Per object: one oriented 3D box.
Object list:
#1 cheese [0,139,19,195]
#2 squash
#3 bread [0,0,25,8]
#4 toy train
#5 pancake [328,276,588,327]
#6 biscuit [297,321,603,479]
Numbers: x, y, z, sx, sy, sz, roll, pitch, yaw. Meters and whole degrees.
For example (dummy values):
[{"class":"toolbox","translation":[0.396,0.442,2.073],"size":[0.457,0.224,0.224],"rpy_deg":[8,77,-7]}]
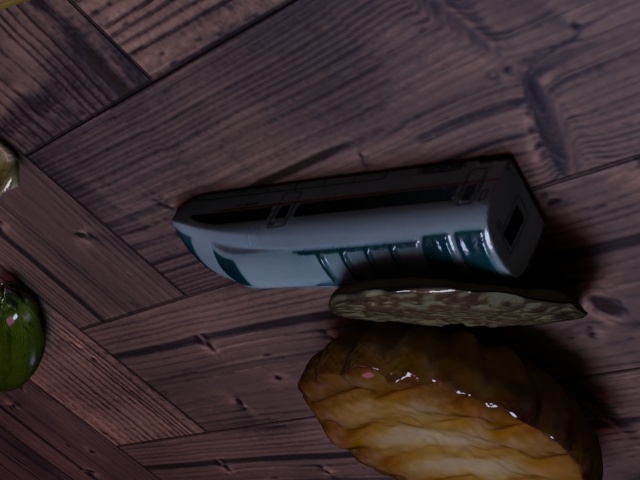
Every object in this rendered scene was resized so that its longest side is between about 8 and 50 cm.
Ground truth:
[{"class":"cheese","translation":[-0.359,-0.083,1.158],"size":[0.084,0.041,0.060],"rpy_deg":[49,135,-5]},{"class":"squash","translation":[-0.423,0.148,1.480],"size":[0.071,0.080,0.318],"rpy_deg":[-6,155,-23]},{"class":"bread","translation":[-0.262,-0.255,0.732],"size":[0.240,0.139,0.240],"rpy_deg":[40,174,5]},{"class":"toy train","translation":[0.000,0.000,0.996],"size":[0.407,0.088,0.086],"rpy_deg":[-5,134,38]},{"class":"pancake","translation":[0.123,0.059,0.951],"size":[0.235,0.029,0.212],"rpy_deg":[8,169,-27]},{"class":"biscuit","translation":[0.140,0.185,1.129],"size":[0.325,0.107,0.326],"rpy_deg":[20,151,12]}]
